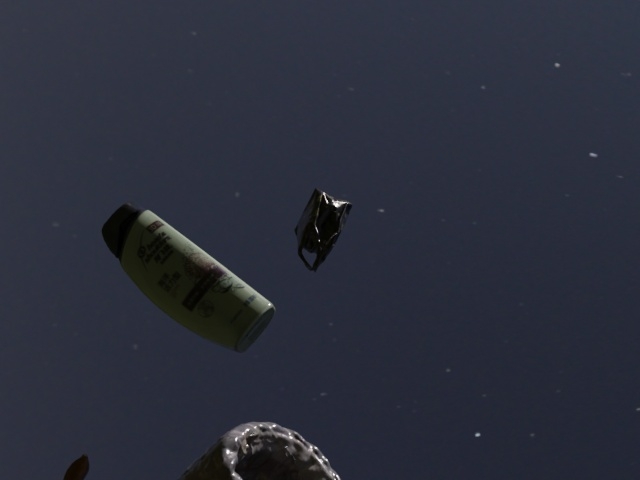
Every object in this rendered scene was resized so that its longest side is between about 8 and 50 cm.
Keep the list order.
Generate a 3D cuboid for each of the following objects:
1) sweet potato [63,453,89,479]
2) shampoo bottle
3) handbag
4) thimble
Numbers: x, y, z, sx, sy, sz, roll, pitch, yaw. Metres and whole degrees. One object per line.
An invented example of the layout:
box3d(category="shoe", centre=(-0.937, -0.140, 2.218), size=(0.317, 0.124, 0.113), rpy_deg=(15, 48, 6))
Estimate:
box3d(category="sweet potato", centre=(-0.411, 0.394, 1.519), size=(0.034, 0.034, 0.095), rpy_deg=(41, -78, 36))
box3d(category="shampoo bottle", centre=(-0.260, 0.071, 1.688), size=(0.359, 0.078, 0.134), rpy_deg=(36, -102, 17))
box3d(category="handbag", centre=(0.000, 0.000, 1.536), size=(0.139, 0.072, 0.115), rpy_deg=(-84, -162, -48))
box3d(category="thimble", centre=(-0.090, 0.382, 1.276), size=(0.172, 0.236, 0.205), rpy_deg=(-45, -133, 23))
